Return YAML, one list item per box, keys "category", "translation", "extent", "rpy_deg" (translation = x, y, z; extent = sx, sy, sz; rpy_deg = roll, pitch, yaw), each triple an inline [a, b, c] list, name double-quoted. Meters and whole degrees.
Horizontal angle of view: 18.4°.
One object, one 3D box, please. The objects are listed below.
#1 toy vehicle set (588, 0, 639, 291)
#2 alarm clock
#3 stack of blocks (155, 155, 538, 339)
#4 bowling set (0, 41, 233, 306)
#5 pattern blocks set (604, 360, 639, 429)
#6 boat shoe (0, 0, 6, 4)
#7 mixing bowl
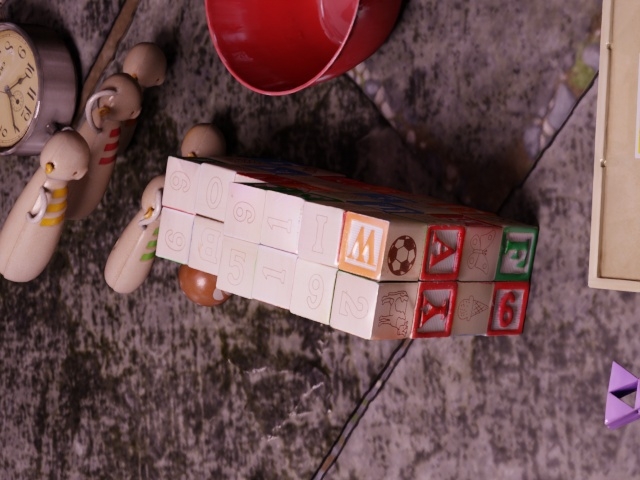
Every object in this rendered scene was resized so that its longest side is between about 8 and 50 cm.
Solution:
- category: "toy vehicle set"
  translation: [0.269, -0.093, 1.380]
  extent: [0.166, 0.035, 0.266]
  rpy_deg: [6, 94, 45]
- category: "alarm clock"
  translation: [-0.280, -0.135, 1.916]
  extent: [0.192, 0.064, 0.129]
  rpy_deg: [50, 122, 36]
- category: "stack of blocks"
  translation: [0.000, 0.000, 1.557]
  extent: [0.297, 0.171, 0.087]
  rpy_deg: [17, 101, 45]
- category: "bowling set"
  translation: [-0.137, -0.050, 1.724]
  extent: [0.200, 0.287, 0.154]
  rpy_deg: [27, 126, -3]
- category: "pattern blocks set"
  translation: [0.333, 0.123, 1.222]
  extent: [0.325, 0.026, 0.285]
  rpy_deg: [21, 77, 25]
- category: "boat shoe"
  translation: [-0.348, -0.396, 1.940]
  extent: [0.132, 0.130, 0.355]
  rpy_deg: [19, 103, 44]
- category: "mixing bowl"
  translation: [0.000, -0.205, 1.609]
  extent: [0.181, 0.098, 0.181]
  rpy_deg: [-1, 88, 45]
